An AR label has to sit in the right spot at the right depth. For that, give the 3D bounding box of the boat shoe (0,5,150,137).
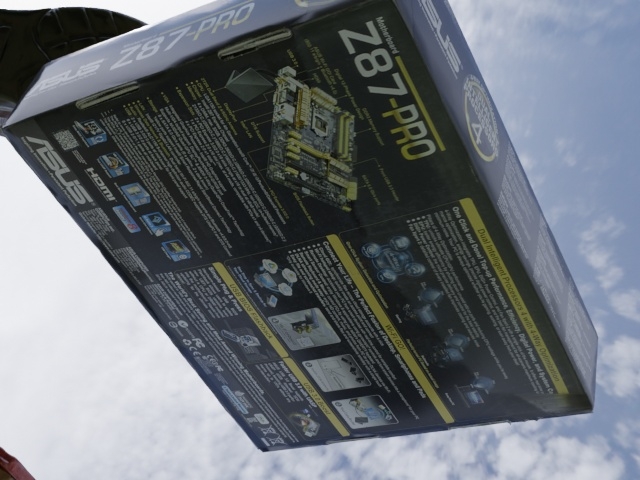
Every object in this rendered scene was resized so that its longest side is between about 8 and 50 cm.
[{"bbox_3d":[-0.238,-0.140,0.935,0.323,0.120,0.123,16,-108,12],"label":"boat shoe"}]

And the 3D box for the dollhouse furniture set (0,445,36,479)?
[{"bbox_3d":[-0.447,0.247,1.010,0.374,0.152,0.201,23,-121,31],"label":"dollhouse furniture set"}]

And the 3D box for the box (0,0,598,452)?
[{"bbox_3d":[0.000,0.000,0.790,0.318,0.097,0.395,-13,-52,29],"label":"box"}]
